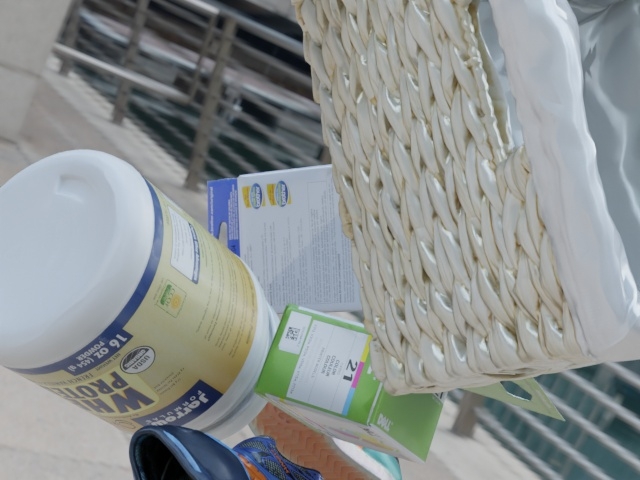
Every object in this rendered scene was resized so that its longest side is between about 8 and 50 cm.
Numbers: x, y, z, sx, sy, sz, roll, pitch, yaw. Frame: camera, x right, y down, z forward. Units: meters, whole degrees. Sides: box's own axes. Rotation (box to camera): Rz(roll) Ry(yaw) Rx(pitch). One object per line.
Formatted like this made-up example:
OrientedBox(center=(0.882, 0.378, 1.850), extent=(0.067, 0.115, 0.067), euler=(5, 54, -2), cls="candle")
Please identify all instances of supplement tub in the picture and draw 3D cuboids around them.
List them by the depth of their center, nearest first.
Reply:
OrientedBox(center=(-0.194, 0.073, 1.156), extent=(0.228, 0.228, 0.316), euler=(33, -7, 40), cls="supplement tub")

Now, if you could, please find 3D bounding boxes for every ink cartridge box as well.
OrientedBox(center=(0.091, 0.161, 1.091), extent=(0.255, 0.097, 0.189), euler=(14, -16, 26), cls="ink cartridge box")
OrientedBox(center=(0.000, 0.000, 1.410), extent=(0.311, 0.186, 0.065), euler=(-4, -4, 25), cls="ink cartridge box")

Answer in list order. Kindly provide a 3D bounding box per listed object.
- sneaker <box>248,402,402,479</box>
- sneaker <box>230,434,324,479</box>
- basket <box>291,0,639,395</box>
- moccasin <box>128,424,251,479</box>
OrientedBox(center=(-0.001, 0.240, 1.472), extent=(0.302, 0.108, 0.121), euler=(50, 24, -18), cls="sneaker")
OrientedBox(center=(-0.012, 0.281, 1.144), extent=(0.221, 0.083, 0.087), euler=(44, 41, 4), cls="sneaker")
OrientedBox(center=(0.195, -0.089, 0.700), extent=(0.331, 0.329, 0.266), euler=(-7, -11, -26), cls="basket")
OrientedBox(center=(-0.087, 0.298, 0.900), extent=(0.117, 0.137, 0.342), euler=(40, 10, -50), cls="moccasin")
